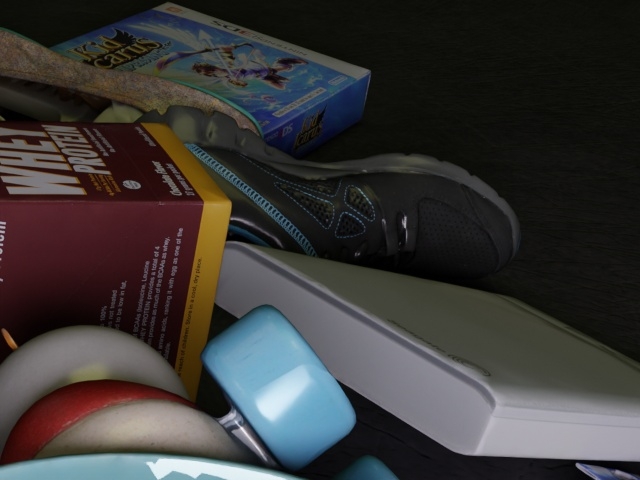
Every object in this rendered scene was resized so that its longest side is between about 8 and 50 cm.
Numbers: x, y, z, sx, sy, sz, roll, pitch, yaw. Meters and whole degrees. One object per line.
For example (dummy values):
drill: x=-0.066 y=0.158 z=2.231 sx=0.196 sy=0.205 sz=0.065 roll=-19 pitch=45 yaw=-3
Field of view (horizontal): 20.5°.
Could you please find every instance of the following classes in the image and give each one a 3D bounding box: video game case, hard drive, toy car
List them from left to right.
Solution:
toy car: x=-0.096 y=0.127 z=0.888 sx=0.219 sy=0.210 sz=0.238 roll=-38 pitch=32 yaw=-6
video game case: x=-0.115 y=-0.148 z=1.727 sx=0.244 sy=0.061 sz=0.269 roll=20 pitch=25 yaw=18
hard drive: x=0.115 y=0.082 z=1.211 sx=0.233 sy=0.047 sz=0.353 roll=29 pitch=11 yaw=35

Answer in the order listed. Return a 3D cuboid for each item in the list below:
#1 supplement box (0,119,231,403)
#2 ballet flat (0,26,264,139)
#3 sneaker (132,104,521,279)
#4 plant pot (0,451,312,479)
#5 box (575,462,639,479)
supplement box: x=-0.182 y=0.032 z=1.134 sx=0.194 sy=0.191 sz=0.129 roll=-1 pitch=27 yaw=-26
ballet flat: x=-0.203 y=-0.097 z=1.551 sx=0.316 sy=0.107 sz=0.106 roll=17 pitch=44 yaw=23
sneaker: x=0.000 y=0.000 z=1.431 sx=0.341 sy=0.125 sz=0.140 roll=9 pitch=51 yaw=-14
plant pot: x=-0.060 y=0.254 z=0.651 sx=0.293 sy=0.235 sz=0.293 roll=10 pitch=25 yaw=-5
box: x=0.243 y=0.203 z=1.105 sx=0.178 sy=0.042 sz=0.109 roll=30 pitch=6 yaw=35
